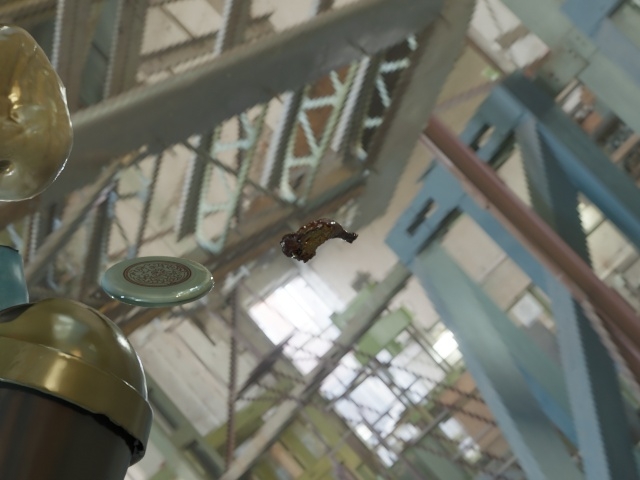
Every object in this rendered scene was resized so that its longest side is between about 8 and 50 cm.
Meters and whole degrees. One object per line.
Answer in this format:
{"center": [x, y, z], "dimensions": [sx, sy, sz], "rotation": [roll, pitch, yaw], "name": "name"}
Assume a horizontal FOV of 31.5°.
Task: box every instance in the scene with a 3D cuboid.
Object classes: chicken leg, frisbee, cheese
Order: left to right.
{"center": [-0.394, -0.154, 1.370], "dimensions": [0.117, 0.218, 0.235], "rotation": [-26, 23, 35], "name": "cheese"}
{"center": [-0.160, 0.038, 1.120], "dimensions": [0.110, 0.110, 0.014], "rotation": [-27, -53, -52], "name": "frisbee"}
{"center": [0.000, -0.005, 1.660], "dimensions": [0.145, 0.037, 0.062], "rotation": [-21, -60, -37], "name": "chicken leg"}

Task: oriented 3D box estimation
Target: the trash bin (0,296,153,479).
{"center": [-0.273, 0.208, 1.014], "dimensions": [0.214, 0.214, 0.333], "rotation": [112, 173, -64], "name": "trash bin"}

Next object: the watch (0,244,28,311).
{"center": [-0.425, 0.070, 1.285], "dimensions": [0.193, 0.211, 0.211], "rotation": [-2, -35, -33], "name": "watch"}
